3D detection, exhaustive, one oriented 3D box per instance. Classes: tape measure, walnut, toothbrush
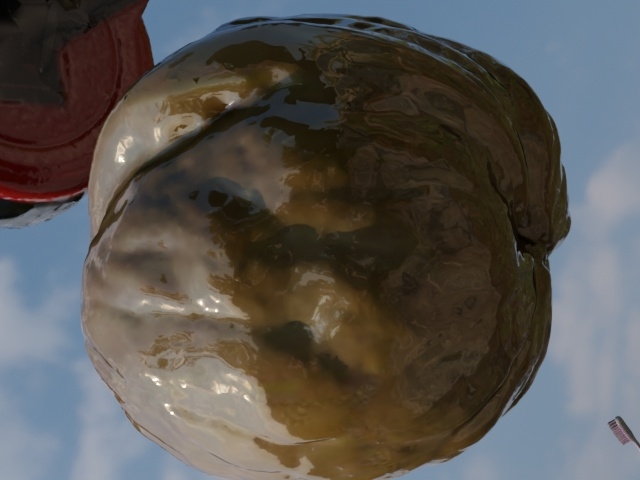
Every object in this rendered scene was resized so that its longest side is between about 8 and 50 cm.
[{"bbox_3d":[-0.234,-0.138,1.396,0.253,0.114,0.260,0,-106,-34],"label":"tape measure"},{"bbox_3d":[0.000,0.000,1.061,0.285,0.285,0.296,77,-163,-46],"label":"walnut"},{"bbox_3d":[0.182,0.131,0.987,0.097,0.008,0.006,52,-154,-8],"label":"toothbrush"}]
